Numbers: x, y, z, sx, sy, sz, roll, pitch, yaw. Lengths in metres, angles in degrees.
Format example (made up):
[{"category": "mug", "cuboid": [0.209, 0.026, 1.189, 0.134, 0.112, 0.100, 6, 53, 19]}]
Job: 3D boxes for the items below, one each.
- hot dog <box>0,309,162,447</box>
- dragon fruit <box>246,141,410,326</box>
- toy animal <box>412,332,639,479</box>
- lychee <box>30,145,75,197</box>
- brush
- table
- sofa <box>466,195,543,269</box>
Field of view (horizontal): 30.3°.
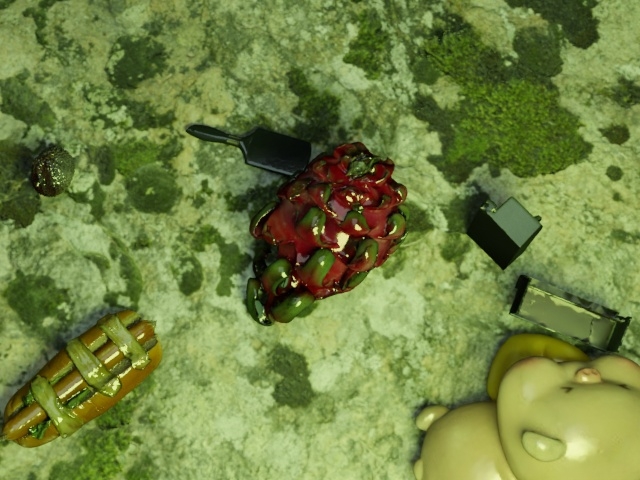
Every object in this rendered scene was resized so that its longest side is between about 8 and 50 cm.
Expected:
[{"category": "hot dog", "cuboid": [-0.334, 0.196, 1.646, 0.269, 0.072, 0.109, -38, 75, -14]}, {"category": "dragon fruit", "cuboid": [0.000, -0.008, 1.655, 0.273, 0.198, 0.218, -44, 53, -15]}, {"category": "toy animal", "cuboid": [0.293, 0.240, 1.564, 0.345, 0.247, 0.278, -7, 71, -4]}, {"category": "lychee", "cuboid": [-0.395, -0.100, 1.738, 0.068, 0.067, 0.083, 57, 45, -21]}, {"category": "brush", "cuboid": [-0.110, -0.145, 1.791, 0.193, 0.016, 0.063, 17, 72, 3]}, {"category": "table", "cuboid": [0.343, 0.102, 1.657, 0.146, 0.175, 0.062, 22, 89, 5]}, {"category": "sofa", "cuboid": [0.265, -0.020, 1.697, 0.060, 0.147, 0.085, -43, 79, -11]}]
